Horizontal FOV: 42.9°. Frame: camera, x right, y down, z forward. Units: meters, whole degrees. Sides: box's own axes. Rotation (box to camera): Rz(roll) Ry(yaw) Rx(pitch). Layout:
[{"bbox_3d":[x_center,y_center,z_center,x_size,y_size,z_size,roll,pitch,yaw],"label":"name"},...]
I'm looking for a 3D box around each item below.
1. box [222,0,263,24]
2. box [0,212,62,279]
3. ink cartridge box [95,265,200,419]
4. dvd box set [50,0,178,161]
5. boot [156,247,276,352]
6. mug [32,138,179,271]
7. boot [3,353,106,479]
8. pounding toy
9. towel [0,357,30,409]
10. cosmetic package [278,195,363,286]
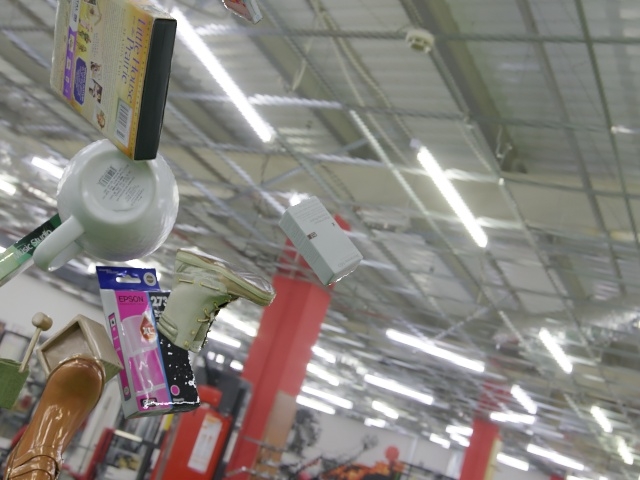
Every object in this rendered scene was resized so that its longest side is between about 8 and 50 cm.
[{"bbox_3d":[-0.244,-0.697,2.239,0.145,0.038,0.186,38,-13,35],"label":"box"},{"bbox_3d":[-0.743,0.014,2.119,0.058,0.322,0.232,50,-33,-8],"label":"box"},{"bbox_3d":[-0.399,0.220,1.879,0.069,0.371,0.176,-34,-25,35],"label":"ink cartridge box"},{"bbox_3d":[-0.455,-0.395,1.743,0.062,0.307,0.420,-10,35,-40],"label":"dvd box set"},{"bbox_3d":[-0.184,0.119,1.406,0.213,0.165,0.077,20,4,29],"label":"boot"},{"bbox_3d":[-0.495,-0.066,1.851,0.276,0.374,0.328,48,-14,-5],"label":"mug"},{"bbox_3d":[-0.483,0.353,1.436,0.109,0.283,0.220,36,18,-18],"label":"boot"},{"bbox_3d":[-0.541,0.241,1.727,0.206,0.181,0.094,54,5,34],"label":"pounding toy"},{"bbox_3d":[-0.882,0.397,2.267,0.110,0.148,0.027,21,9,-23],"label":"towel"},{"bbox_3d":[0.000,0.000,2.263,0.231,0.117,0.085,51,-36,15],"label":"cosmetic package"}]
